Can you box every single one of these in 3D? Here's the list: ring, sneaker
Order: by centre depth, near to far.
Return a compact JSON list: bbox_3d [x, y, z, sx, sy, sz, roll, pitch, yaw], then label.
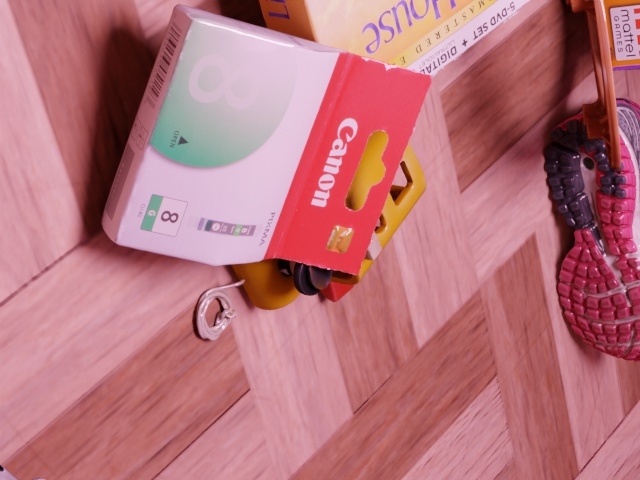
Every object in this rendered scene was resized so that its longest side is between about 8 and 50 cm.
[{"bbox_3d":[0.249,-0.232,1.565,0.336,0.032,0.336,-7,90,-81],"label":"ring"},{"bbox_3d":[0.328,-0.007,1.774,0.112,0.121,0.299,-34,124,-45],"label":"sneaker"}]

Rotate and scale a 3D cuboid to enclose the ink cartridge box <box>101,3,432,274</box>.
[{"bbox_3d":[-0.032,-0.063,1.243,0.225,0.056,0.181,13,108,-24],"label":"ink cartridge box"}]

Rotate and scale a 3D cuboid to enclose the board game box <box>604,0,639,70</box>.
[{"bbox_3d":[0.499,-0.383,1.643,0.356,0.356,0.356,-23,107,-52],"label":"board game box"}]

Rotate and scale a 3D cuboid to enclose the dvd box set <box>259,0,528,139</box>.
[{"bbox_3d":[0.045,-0.332,1.283,0.308,0.062,0.420,-38,126,-33],"label":"dvd box set"}]

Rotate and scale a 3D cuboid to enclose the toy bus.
[{"bbox_3d":[0.004,-0.012,1.371,0.191,0.104,0.202,-2,100,-51],"label":"toy bus"}]

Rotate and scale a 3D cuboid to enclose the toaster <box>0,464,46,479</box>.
[{"bbox_3d":[-0.268,0.211,1.078,0.185,0.110,0.168,-60,138,-23],"label":"toaster"}]
